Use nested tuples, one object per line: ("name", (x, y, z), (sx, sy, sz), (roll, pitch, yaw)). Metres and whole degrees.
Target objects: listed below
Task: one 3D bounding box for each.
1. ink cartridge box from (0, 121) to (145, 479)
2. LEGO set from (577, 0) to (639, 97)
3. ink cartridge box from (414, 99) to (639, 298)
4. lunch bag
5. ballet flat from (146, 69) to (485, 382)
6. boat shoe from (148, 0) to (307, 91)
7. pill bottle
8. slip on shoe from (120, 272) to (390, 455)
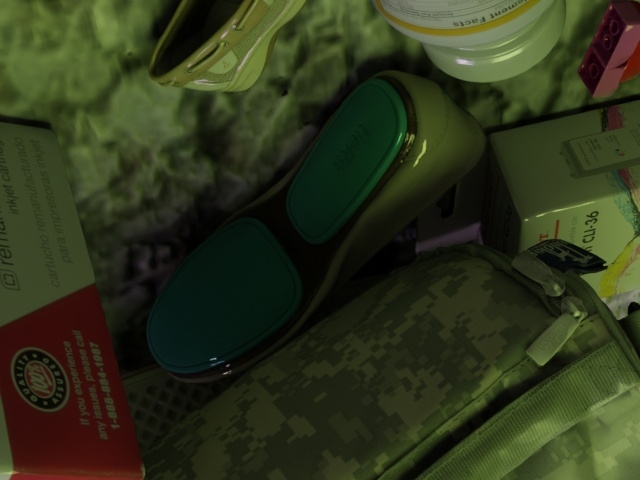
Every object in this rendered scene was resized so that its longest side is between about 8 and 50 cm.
("ink cartridge box", (-0.260, 0.045, 0.902), (0.306, 0.226, 0.131), (8, 138, -35))
("LEGO set", (0.190, -0.183, 0.922), (0.093, 0.087, 0.227), (-4, 138, -25))
("ink cartridge box", (0.160, -0.018, 1.151), (0.198, 0.067, 0.115), (-13, 147, -7))
("lunch bag", (0.038, 0.145, 1.038), (0.305, 0.212, 0.256), (-37, 178, -9))
("ballet flat", (0.000, 0.000, 1.098), (0.086, 0.086, 0.248), (15, 134, -40))
("boat shoe", (-0.041, -0.124, 0.920), (0.048, 0.056, 0.153), (-6, 152, -26))
("pill bottle", (0.059, -0.153, 0.880), (0.103, 0.103, 0.184), (-22, 147, 6))
("slip on shoe", (-0.021, 0.100, 1.218), (0.331, 0.123, 0.101), (-18, 179, -9))
